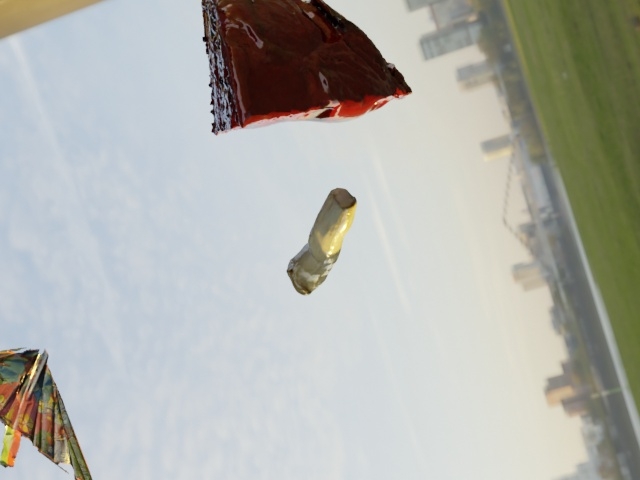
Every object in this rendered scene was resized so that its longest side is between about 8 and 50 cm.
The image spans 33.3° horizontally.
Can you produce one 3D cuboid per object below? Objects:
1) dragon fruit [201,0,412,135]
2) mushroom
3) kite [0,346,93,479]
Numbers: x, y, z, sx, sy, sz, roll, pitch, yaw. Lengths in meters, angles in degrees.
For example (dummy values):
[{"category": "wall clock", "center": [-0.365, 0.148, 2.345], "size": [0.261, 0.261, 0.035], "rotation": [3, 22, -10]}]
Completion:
[{"category": "dragon fruit", "center": [-0.031, -0.235, 1.496], "size": [0.330, 0.240, 0.302], "rotation": [2, -118, -33]}, {"category": "mushroom", "center": [0.002, 0.002, 1.431], "size": [0.059, 0.054, 0.202], "rotation": [53, 143, 18]}, {"category": "kite", "center": [-0.323, 0.172, 1.135], "size": [0.014, 0.241, 0.183], "rotation": [-42, -22, -56]}]
